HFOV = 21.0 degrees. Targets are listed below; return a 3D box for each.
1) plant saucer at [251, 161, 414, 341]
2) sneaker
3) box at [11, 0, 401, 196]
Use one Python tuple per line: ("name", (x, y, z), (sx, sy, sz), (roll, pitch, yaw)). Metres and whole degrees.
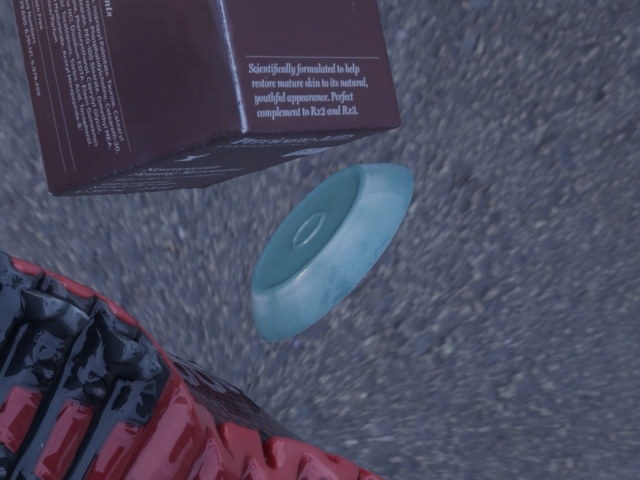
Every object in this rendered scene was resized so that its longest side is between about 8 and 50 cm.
("plant saucer", (0.000, 0.000, 0.910), (0.021, 0.119, 0.119), (41, 82, -19))
("sneaker", (-0.080, 0.078, 0.621), (0.276, 0.135, 0.098), (36, 80, -39))
("box", (-0.084, -0.134, 1.212), (0.168, 0.203, 0.167), (-6, 84, -49))
